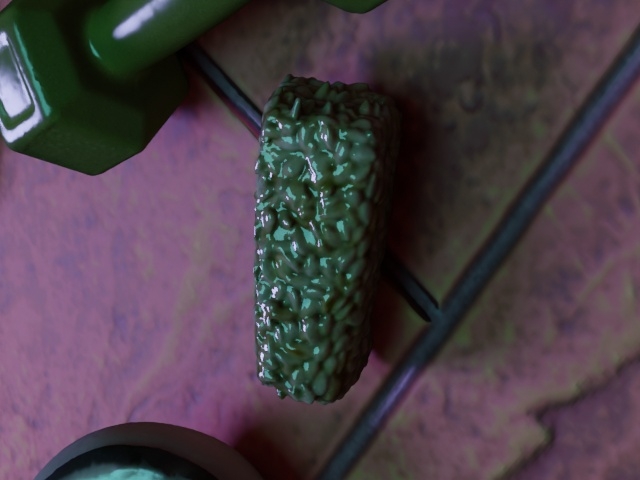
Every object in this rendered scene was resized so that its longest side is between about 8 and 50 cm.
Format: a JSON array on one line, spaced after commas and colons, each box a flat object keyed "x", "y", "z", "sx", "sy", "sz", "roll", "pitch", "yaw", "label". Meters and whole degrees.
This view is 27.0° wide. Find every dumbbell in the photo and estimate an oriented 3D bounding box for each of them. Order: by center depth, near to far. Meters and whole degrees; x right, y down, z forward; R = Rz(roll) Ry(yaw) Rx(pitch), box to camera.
[{"x": -0.060, "y": -0.131, "z": 0.673, "sx": 0.302, "sy": 0.108, "sz": 0.121, "roll": -26, "pitch": 86, "yaw": 45, "label": "dumbbell"}]

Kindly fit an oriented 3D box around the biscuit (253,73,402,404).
[{"x": 0.000, "y": 0.000, "z": 0.683, "sx": 0.070, "sy": 0.082, "sz": 0.168, "roll": 10, "pitch": 112, "yaw": 14, "label": "biscuit"}]

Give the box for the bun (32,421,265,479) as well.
[{"x": -0.100, "y": 0.191, "z": 0.803, "sx": 0.173, "sy": 0.120, "sz": 0.173, "roll": 1, "pitch": 94, "yaw": 9, "label": "bun"}]
